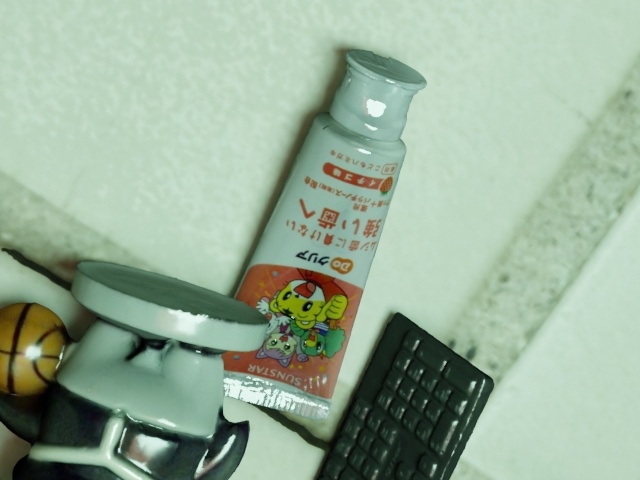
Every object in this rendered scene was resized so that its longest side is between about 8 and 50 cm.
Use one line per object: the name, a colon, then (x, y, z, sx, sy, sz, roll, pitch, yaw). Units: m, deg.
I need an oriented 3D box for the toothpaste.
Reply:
toothpaste: (0.000, 0.000, 1.023, 0.089, 0.057, 0.234, 16, 112, -12)

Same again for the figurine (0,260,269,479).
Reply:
figurine: (-0.132, 0.137, 0.987, 0.176, 0.133, 0.236, 17, 96, 10)

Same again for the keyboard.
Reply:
keyboard: (0.013, 0.200, 1.056, 0.018, 0.101, 0.309, 14, 106, -41)
